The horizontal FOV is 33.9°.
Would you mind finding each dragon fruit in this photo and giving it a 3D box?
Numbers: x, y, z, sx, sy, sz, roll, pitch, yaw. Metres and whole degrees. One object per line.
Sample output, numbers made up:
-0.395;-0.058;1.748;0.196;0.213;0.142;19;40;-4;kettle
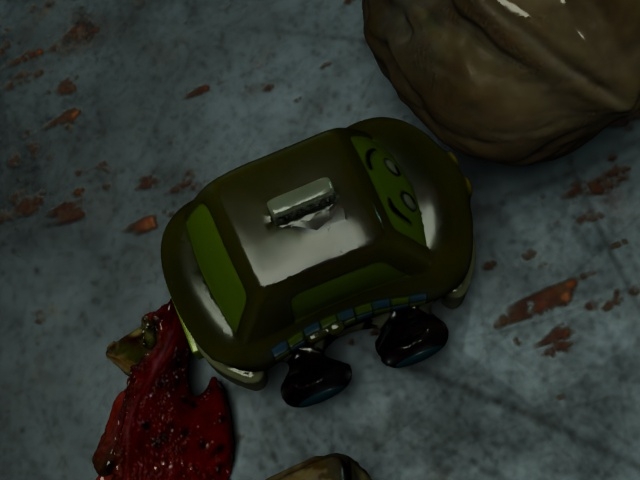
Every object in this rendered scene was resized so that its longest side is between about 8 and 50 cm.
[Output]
-0.128;0.141;0.852;0.123;0.092;0.192;4;77;13;dragon fruit

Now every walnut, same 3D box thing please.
0.158;-0.192;0.798;0.273;0.227;0.273;-5;73;15;walnut

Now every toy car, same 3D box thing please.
0.000;0.000;0.796;0.248;0.198;0.204;-22;72;-5;toy car

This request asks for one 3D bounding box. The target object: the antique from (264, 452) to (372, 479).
0.003;0.309;0.723;0.150;0.125;0.284;-24;52;8;antique
